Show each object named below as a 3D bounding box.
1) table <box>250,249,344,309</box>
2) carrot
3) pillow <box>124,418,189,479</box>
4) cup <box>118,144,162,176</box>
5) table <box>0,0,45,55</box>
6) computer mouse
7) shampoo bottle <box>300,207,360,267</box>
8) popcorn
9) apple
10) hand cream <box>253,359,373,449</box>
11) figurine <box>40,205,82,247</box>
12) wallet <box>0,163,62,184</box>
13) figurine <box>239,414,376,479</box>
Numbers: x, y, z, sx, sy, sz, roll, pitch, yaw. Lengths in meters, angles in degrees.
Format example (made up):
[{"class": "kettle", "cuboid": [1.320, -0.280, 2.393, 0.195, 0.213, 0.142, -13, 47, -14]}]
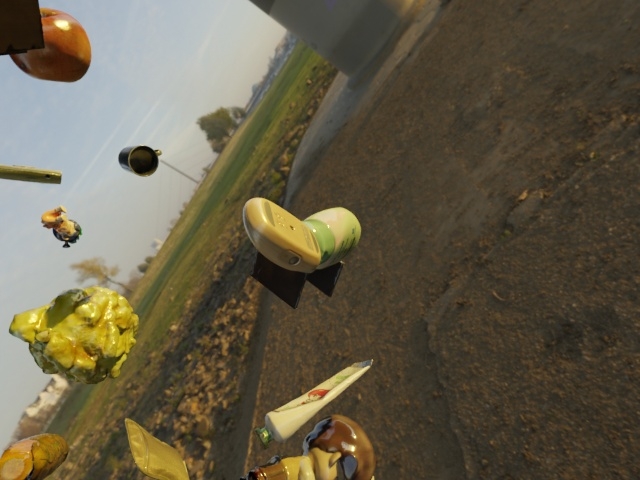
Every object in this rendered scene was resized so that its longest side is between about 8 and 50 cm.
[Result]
[{"class": "table", "cuboid": [-0.099, 0.116, 1.767, 0.282, 0.251, 0.196, 33, 115, 32]}, {"class": "carrot", "cuboid": [-0.506, 0.387, 0.735, 0.082, 0.082, 0.173, -67, 6, -26]}, {"class": "pillow", "cuboid": [-0.330, 0.448, 0.858, 0.033, 0.217, 0.130, -35, 45, -12]}, {"class": "cup", "cuboid": [-0.459, -0.210, 1.070, 0.077, 0.078, 0.100, 15, 39, 42]}, {"class": "table", "cuboid": [-0.700, -0.465, 0.822, 0.193, 0.169, 0.172, -56, -14, -54]}, {"class": "computer mouse", "cuboid": [-0.092, -0.007, 0.977, 0.082, 0.237, 0.145, -36, 49, 19]}, {"class": "shampoo bottle", "cuboid": [0.000, 0.000, 1.338, 0.221, 0.151, 0.350, -58, -18, 19]}, {"class": "popcorn", "cuboid": [-0.678, 0.271, 1.213, 0.279, 0.275, 0.335, -54, -13, -41]}, {"class": "apple", "cuboid": [-0.922, -0.656, 1.422, 0.253, 0.254, 0.253, -51, 18, 24]}, {"class": "hand cream", "cuboid": [-0.011, 0.395, 1.042, 0.336, 0.076, 0.121, -27, -3, -30]}, {"class": "figurine", "cuboid": [-0.998, -0.059, 1.612, 0.195, 0.102, 0.111, 92, 162, -63]}, {"class": "wallet", "cuboid": [-0.713, -0.159, 0.999, 0.110, 0.155, 0.039, 17, 101, 55]}, {"class": "figurine", "cuboid": [-0.008, 0.592, 1.060, 0.206, 0.365, 0.218, 43, 124, 29]}]
